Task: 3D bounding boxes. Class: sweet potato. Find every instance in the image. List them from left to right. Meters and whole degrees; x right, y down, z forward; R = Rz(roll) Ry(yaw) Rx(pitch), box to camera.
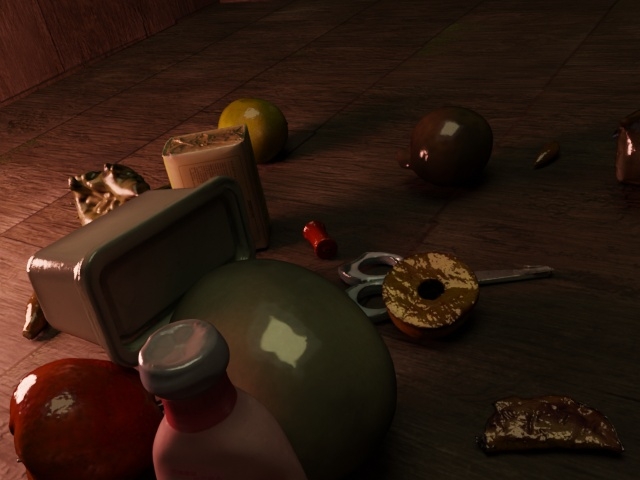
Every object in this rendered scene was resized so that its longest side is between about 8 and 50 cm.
[{"bbox_3d":[-0.496,0.097,1.331,0.081,0.062,0.233,12,42,33],"label":"sweet potato"},{"bbox_3d":[0.475,-0.181,1.440,0.034,0.034,0.095,20,54,43],"label":"sweet potato"}]

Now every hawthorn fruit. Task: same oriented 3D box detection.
[{"bbox_3d":[-0.283,0.236,0.908,0.225,0.197,0.196,-12,29,-22],"label":"hawthorn fruit"}]

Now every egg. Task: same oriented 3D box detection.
[{"bbox_3d":[-0.056,0.157,0.874,0.258,0.259,0.352,-26,31,-21],"label":"egg"}]

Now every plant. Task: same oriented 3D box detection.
[{"bbox_3d":[-0.401,-0.073,1.574,0.251,0.180,0.333,1,0,35],"label":"plant"}]

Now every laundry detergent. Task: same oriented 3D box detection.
[{"bbox_3d":[-0.092,0.230,0.688,0.158,0.335,0.088,-5,32,12],"label":"laundry detergent"}]

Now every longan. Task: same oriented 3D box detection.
[{"bbox_3d":[0.252,-0.189,1.418,0.204,0.159,0.185,-11,28,30],"label":"longan"}]

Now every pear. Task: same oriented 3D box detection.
[{"bbox_3d":[-0.150,-0.275,1.727,0.216,0.166,0.180,-10,9,-41],"label":"pear"}]

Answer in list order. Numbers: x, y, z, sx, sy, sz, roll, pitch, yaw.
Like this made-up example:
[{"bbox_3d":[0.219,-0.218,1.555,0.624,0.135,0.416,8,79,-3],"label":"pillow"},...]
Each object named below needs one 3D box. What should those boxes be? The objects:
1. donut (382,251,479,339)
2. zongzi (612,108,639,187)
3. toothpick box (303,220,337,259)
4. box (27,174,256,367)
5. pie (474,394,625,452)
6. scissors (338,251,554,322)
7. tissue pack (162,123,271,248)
[{"bbox_3d":[0.167,0.087,1.063,0.151,0.058,0.152,-3,51,3],"label":"donut"},{"bbox_3d":[0.769,-0.183,1.224,0.403,0.208,0.432,3,15,42],"label":"zongzi"},{"bbox_3d":[0.000,0.000,1.311,0.047,0.047,0.083,-19,32,-9],"label":"toothpick box"},{"bbox_3d":[-0.262,0.028,1.017,0.182,0.175,0.312,5,30,34],"label":"box"},{"bbox_3d":[0.276,0.226,0.851,0.169,0.034,0.092,-6,35,13],"label":"pie"},{"bbox_3d":[0.203,0.063,1.148,0.360,0.030,0.191,-7,30,11],"label":"scissors"},{"bbox_3d":[-0.198,-0.094,1.356,0.159,0.234,0.125,-10,29,3],"label":"tissue pack"}]
